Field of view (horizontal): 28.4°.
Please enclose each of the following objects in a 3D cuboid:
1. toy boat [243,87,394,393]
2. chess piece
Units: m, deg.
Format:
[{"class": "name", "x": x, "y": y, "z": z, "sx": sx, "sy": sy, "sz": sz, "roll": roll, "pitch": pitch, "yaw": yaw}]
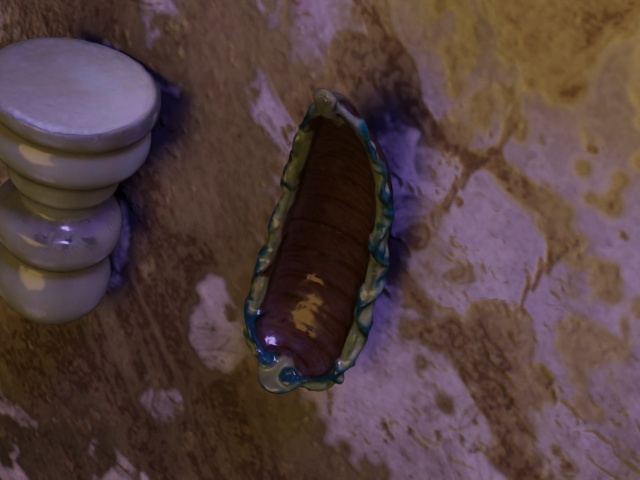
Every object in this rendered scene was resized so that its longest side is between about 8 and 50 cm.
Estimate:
[{"class": "toy boat", "x": 0.007, "y": -0.007, "z": 0.954, "sx": 0.108, "sy": 0.099, "sz": 0.293, "roll": 30, "pitch": 133, "yaw": 21}, {"class": "chess piece", "x": -0.225, "y": -0.031, "z": 1.095, "sx": 0.144, "sy": 0.144, "sz": 0.251, "roll": 33, "pitch": 131, "yaw": 21}]
